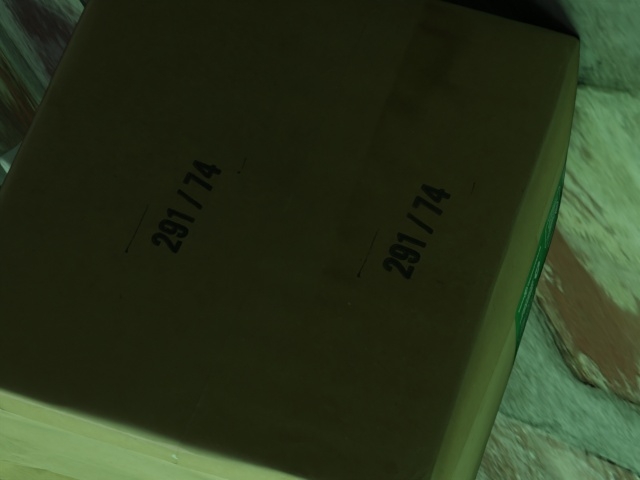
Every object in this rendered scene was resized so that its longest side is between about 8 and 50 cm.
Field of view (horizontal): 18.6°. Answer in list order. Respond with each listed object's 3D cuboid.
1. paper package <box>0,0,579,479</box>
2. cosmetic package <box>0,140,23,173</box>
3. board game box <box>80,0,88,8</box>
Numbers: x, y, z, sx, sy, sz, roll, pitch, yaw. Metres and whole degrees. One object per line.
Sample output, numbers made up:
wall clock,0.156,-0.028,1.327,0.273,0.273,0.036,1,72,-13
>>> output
paper package,-0.030,0.013,1.162,0.309,0.324,0.168,16,154,8
cosmetic package,-0.119,0.026,1.869,0.385,0.156,0.217,38,159,40
board game box,-0.193,-0.262,1.636,0.243,0.042,0.165,58,162,-22
